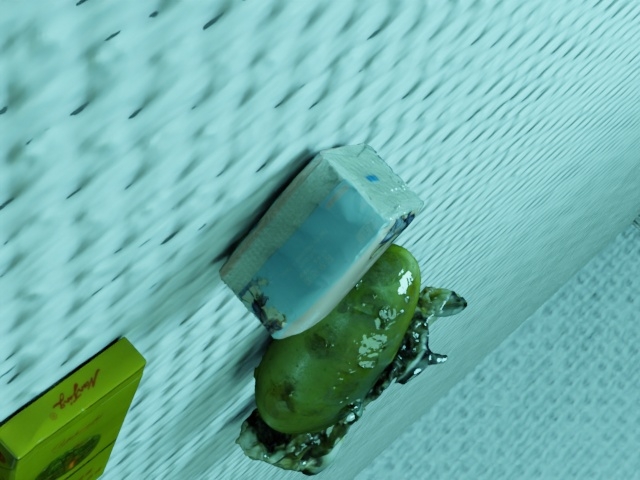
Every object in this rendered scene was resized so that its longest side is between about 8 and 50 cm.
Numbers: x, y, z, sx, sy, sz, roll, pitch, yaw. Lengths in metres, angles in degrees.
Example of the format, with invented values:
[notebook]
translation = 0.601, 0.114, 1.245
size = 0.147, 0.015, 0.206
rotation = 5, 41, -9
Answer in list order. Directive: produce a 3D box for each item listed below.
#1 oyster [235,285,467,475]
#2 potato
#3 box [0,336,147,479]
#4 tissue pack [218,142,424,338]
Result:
[oyster]
translation = 0.040, 0.111, 1.176
size = 0.214, 0.083, 0.223
rotation = -43, 174, 13
[potato]
translation = 0.013, 0.077, 0.963
size = 0.105, 0.085, 0.188
rotation = -32, 159, -53
[box]
translation = -0.143, 0.115, 0.718
size = 0.087, 0.023, 0.155
rotation = -33, 164, -33
[tissue pack]
translation = 0.000, 0.000, 0.710
size = 0.094, 0.059, 0.074
rotation = -49, 169, 22
